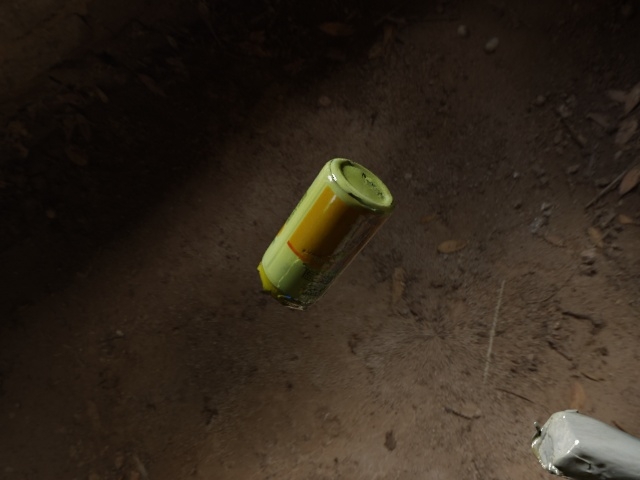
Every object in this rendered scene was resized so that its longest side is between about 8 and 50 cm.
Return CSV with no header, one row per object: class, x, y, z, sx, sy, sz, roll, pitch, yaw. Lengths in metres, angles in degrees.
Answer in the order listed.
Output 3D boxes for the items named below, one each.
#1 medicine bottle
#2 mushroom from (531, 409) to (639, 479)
medicine bottle,0.000,0.000,0.992,0.124,0.124,0.239,43,120,13
mushroom,0.421,0.298,0.884,0.277,0.096,0.099,9,64,34
